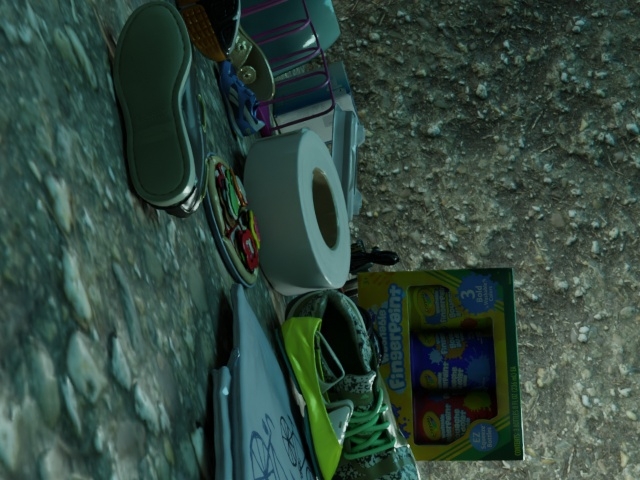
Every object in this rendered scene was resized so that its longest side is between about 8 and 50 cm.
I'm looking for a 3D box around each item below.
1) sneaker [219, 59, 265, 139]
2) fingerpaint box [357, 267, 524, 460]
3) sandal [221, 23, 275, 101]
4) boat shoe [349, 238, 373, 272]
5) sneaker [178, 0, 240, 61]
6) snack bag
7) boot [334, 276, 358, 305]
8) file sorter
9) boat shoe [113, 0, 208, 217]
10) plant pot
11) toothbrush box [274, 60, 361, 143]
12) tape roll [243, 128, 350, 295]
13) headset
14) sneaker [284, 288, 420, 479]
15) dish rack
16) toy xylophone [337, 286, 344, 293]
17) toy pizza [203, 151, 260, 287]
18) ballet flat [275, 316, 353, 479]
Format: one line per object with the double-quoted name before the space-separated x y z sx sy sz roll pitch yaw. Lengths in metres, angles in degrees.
"sneaker" -0.141 -0.254 1.203 0.053 0.059 0.144 -9 82 -81
"fingerpaint box" 0.281 0.293 1.633 0.163 0.370 0.445 39 49 -81
"sandal" -0.173 -0.361 1.245 0.079 0.088 0.240 -31 99 -51
"boat shoe" 0.087 0.037 1.681 0.183 0.065 0.083 80 -5 -81
"sneaker" -0.179 -0.398 1.106 0.121 0.099 0.263 67 9 -73
"snack bag" -0.054 0.254 0.787 0.343 0.037 0.323 -102 173 -55
"boot" 0.131 0.255 1.933 0.377 0.138 0.284 69 6 -77
"file sorter" -0.093 -0.416 1.464 0.202 0.182 0.291 -100 171 -48
"boat shoe" -0.160 -0.134 0.691 0.069 0.081 0.228 63 19 -71
"plant pot" -0.083 -0.586 1.739 0.293 0.235 0.293 -17 90 -83
"toothbrush box" -0.013 -0.381 1.907 0.296 0.216 0.126 -98 170 -58
"tape roll" -0.034 -0.048 1.191 0.286 0.100 0.286 -10 90 -73
"headset" 0.083 0.206 1.390 0.243 0.185 0.394 62 25 -62
"sneaker" 0.047 0.252 1.014 0.182 0.158 0.410 101 -32 -71
"dish rack" 0.064 -0.168 1.581 0.333 0.072 0.286 -56 150 -81
"toy xylophone" 0.000 0.000 1.656 0.323 0.081 0.236 -76 149 -78
"toy pizza" -0.118 -0.032 0.963 0.201 0.032 0.201 -16 90 -83
"ballet flat" 0.003 0.215 0.936 0.077 0.077 0.231 52 21 -81
